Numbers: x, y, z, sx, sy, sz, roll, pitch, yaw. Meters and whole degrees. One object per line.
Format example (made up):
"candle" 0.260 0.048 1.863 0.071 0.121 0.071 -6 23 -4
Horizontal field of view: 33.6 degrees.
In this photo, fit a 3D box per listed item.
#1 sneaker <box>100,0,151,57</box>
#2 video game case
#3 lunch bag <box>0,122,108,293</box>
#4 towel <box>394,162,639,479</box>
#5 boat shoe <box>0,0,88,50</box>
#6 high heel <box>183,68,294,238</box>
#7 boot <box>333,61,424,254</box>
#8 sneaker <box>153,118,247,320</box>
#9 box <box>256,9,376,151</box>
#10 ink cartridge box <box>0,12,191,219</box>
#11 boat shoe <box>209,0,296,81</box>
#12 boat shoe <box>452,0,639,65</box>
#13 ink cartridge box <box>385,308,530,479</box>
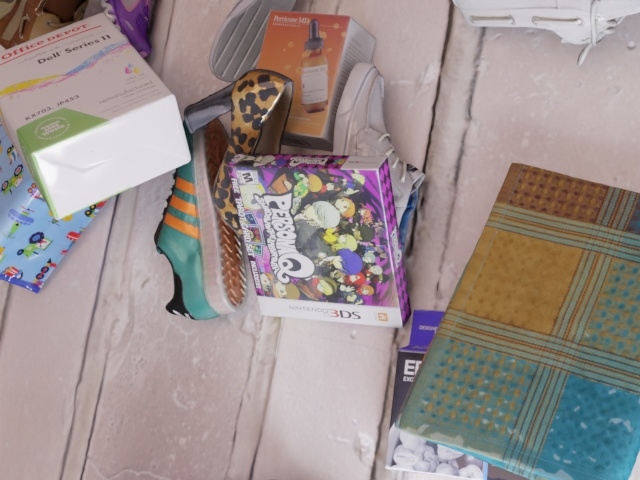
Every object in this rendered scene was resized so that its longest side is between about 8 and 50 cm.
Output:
"sneaker" -0.288 -0.398 1.644 0.104 0.095 0.236 -16 75 4
"video game case" 0.000 0.000 1.360 0.210 0.042 0.232 4 121 24
"lunch bag" -0.487 -0.101 1.663 0.221 0.138 0.293 -50 54 11
"towel" 0.278 0.100 1.245 0.271 0.040 0.370 18 74 27
"boat shoe" -0.411 -0.353 1.635 0.324 0.122 0.120 -15 99 56
"high heel" -0.061 -0.092 1.397 0.186 0.093 0.261 -17 106 43
"boot" 0.082 -0.102 1.402 0.123 0.095 0.258 10 92 22
"sneaker" -0.184 -0.037 1.499 0.121 0.108 0.302 -12 74 22
"box" -0.015 -0.219 1.464 0.130 0.091 0.171 10 84 28
"ink cartridge box" -0.351 -0.202 1.507 0.207 0.119 0.353 -26 43 -16
"boat shoe" -0.084 -0.325 1.536 0.226 0.083 0.076 -53 18 -2
"boat shoe" 0.317 -0.291 1.290 0.367 0.156 0.136 8 49 39
"ink cartridge box" 0.190 0.189 1.303 0.206 0.045 0.208 2 78 26
